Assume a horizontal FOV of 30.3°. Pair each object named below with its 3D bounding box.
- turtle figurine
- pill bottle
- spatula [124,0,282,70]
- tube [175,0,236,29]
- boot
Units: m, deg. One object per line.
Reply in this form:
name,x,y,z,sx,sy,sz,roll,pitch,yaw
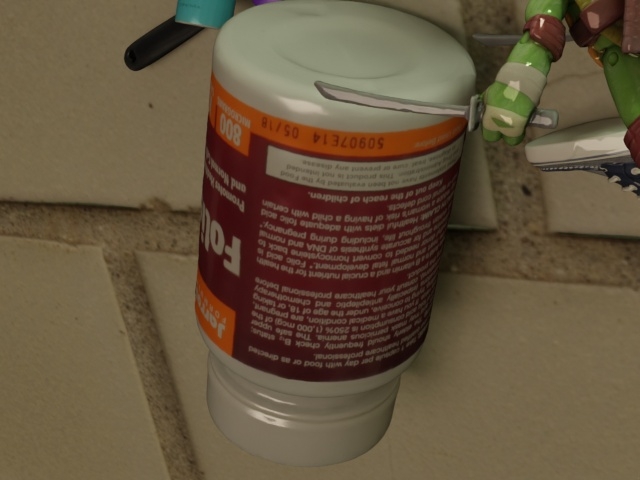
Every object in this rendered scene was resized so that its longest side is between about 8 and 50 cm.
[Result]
turtle figurine,0.201,-0.110,0.865,0.275,0.198,0.266,-43,76,21
pill bottle,0.000,0.000,1.082,0.224,0.224,0.392,24,125,24
spatula,-0.104,-0.233,1.159,0.296,0.030,0.084,-25,85,44
tube,-0.092,-0.298,1.085,0.080,0.052,0.207,13,98,24
boot,0.262,-0.055,0.964,0.190,0.069,0.086,-5,108,36
